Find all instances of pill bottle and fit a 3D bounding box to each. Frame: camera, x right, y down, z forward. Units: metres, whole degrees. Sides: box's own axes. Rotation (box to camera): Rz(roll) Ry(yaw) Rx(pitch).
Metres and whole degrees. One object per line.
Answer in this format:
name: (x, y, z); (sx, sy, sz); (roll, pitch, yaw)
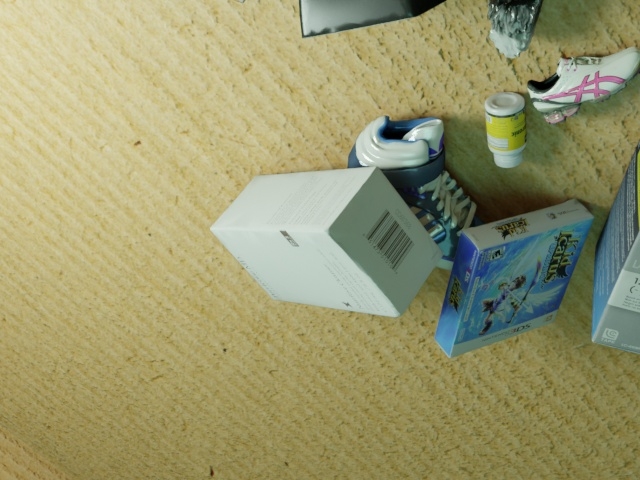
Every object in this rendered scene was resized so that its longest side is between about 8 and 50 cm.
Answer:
pill bottle: (0.308, -0.181, 1.464); (0.065, 0.065, 0.116); (1, 130, 18)

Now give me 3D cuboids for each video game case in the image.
video game case: (0.340, 0.070, 1.573); (0.244, 0.061, 0.270); (-16, 136, -23)

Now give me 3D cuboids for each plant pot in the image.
plant pot: (0.074, -0.407, 1.276); (0.187, 0.188, 0.167); (-2, 112, 32)

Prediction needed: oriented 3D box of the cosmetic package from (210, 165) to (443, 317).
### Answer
cosmetic package: (0.000, 0.000, 1.560); (0.217, 0.156, 0.385); (49, 154, -23)

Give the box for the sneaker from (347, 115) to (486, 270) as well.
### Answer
sneaker: (0.199, -0.092, 1.530); (0.322, 0.130, 0.236); (26, 138, 4)

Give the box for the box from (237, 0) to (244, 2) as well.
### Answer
box: (-0.204, -0.470, 1.414); (0.206, 0.036, 0.114); (21, 132, 1)

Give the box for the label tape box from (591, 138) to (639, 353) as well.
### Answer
label tape box: (0.532, -0.027, 1.392); (0.115, 0.249, 0.348); (15, 132, 7)

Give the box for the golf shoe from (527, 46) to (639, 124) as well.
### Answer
golf shoe: (0.409, -0.252, 1.368); (0.186, 0.067, 0.086); (-28, 114, 35)

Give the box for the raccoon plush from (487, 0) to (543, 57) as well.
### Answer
raccoon plush: (0.176, -0.455, 1.198); (0.299, 0.216, 0.447); (19, 133, 13)
